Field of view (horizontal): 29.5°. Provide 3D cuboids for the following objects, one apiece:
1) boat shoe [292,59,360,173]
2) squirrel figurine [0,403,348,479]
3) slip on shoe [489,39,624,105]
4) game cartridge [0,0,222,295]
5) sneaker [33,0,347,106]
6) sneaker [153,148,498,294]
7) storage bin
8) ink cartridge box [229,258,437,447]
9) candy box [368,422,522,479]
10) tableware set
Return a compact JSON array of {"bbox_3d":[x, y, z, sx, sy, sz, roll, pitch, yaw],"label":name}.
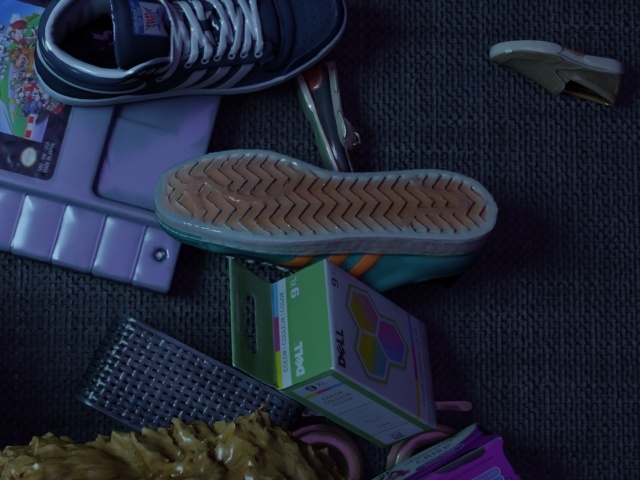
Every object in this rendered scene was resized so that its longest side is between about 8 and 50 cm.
[{"bbox_3d":[0.015,-0.103,1.145,0.043,0.049,0.137,-19,82,-11],"label":"boat shoe"},{"bbox_3d":[-0.139,0.280,0.937,0.281,0.370,0.397,-50,134,-44],"label":"squirrel figurine"},{"bbox_3d":[0.228,-0.161,1.178,0.135,0.051,0.041,10,80,-14],"label":"slip on shoe"},{"bbox_3d":[-0.203,-0.148,1.115,0.230,0.068,0.355,15,82,-10],"label":"game cartridge"},{"bbox_3d":[-0.104,-0.179,1.026,0.282,0.153,0.099,-13,87,-9],"label":"sneaker"},{"bbox_3d":[0.000,0.000,1.087,0.302,0.121,0.108,5,50,-7],"label":"sneaker"},{"bbox_3d":[-0.113,0.141,1.059,0.180,0.122,0.084,27,81,-1],"label":"storage bin"},{"bbox_3d":[0.014,0.089,1.038,0.209,0.062,0.109,34,40,-41],"label":"ink cartridge box"},{"bbox_3d":[0.130,0.304,1.085,0.159,0.071,0.233,-26,98,-9],"label":"candy box"},{"bbox_3d":[0.053,0.213,1.119,0.194,0.039,0.128,0,84,-8],"label":"tableware set"}]
